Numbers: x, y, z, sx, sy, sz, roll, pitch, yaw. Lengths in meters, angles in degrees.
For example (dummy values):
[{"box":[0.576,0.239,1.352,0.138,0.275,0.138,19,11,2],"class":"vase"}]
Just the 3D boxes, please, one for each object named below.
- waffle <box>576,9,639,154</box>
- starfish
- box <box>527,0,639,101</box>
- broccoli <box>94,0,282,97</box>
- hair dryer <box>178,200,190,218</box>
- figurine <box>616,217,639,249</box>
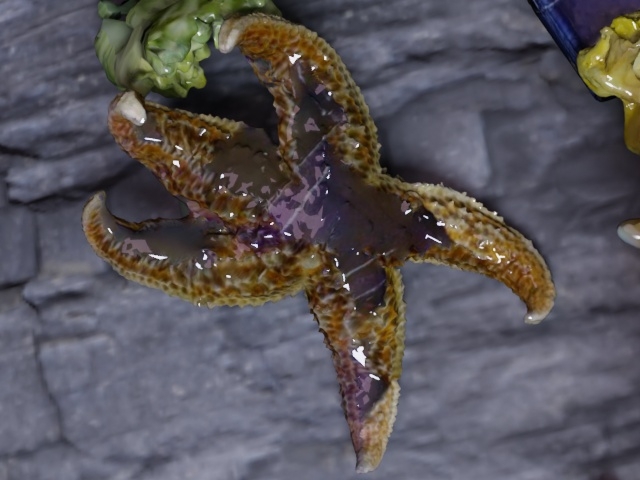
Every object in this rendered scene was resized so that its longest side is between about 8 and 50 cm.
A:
[{"box":[0.219,-0.106,0.729,0.194,0.149,0.051,-32,24,14],"class":"waffle"},{"box":[0.001,0.000,0.785,0.238,0.071,0.216,8,100,1],"class":"starfish"},{"box":[0.143,-0.219,0.814,0.168,0.071,0.259,-33,67,9],"class":"box"},{"box":[-0.100,-0.204,0.791,0.247,0.243,0.263,19,105,-8],"class":"broccoli"},{"box":[-0.013,-0.012,0.838,0.124,0.038,0.063,-12,73,9],"class":"hair dryer"},{"box":[0.282,0.102,0.537,0.401,0.268,0.387,-21,46,12],"class":"figurine"}]
